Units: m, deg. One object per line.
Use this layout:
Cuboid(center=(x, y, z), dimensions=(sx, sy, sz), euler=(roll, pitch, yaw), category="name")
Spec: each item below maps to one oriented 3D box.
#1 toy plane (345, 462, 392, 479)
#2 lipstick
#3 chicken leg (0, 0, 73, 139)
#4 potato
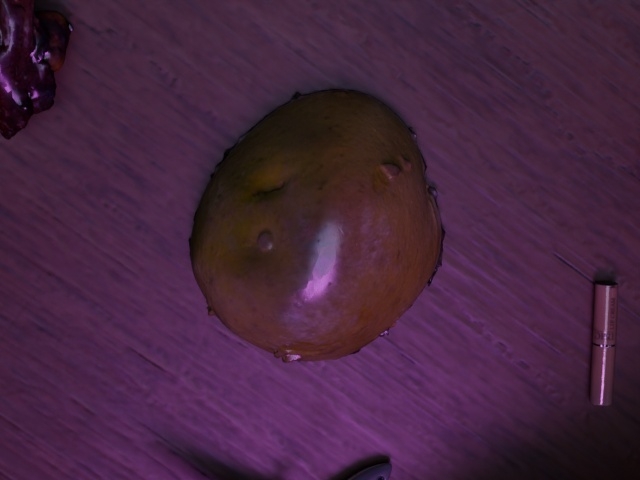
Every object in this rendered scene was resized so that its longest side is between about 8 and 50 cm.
Cuboid(center=(-0.034, 0.244, 1.051), dimensions=(0.226, 0.058, 0.226), euler=(-35, 116, 4), category="toy plane")
Cuboid(center=(0.214, 0.078, 1.050), dimensions=(0.019, 0.019, 0.094), euler=(-1, 100, -2), category="lipstick")
Cuboid(center=(-0.303, -0.251, 0.932), dimensions=(0.158, 0.096, 0.407), euler=(-23, 98, -2), category="chicken leg")
Cuboid(center=(0.000, 0.000, 0.981), dimensions=(0.182, 0.117, 0.202), euler=(40, 97, -6), category="potato")
